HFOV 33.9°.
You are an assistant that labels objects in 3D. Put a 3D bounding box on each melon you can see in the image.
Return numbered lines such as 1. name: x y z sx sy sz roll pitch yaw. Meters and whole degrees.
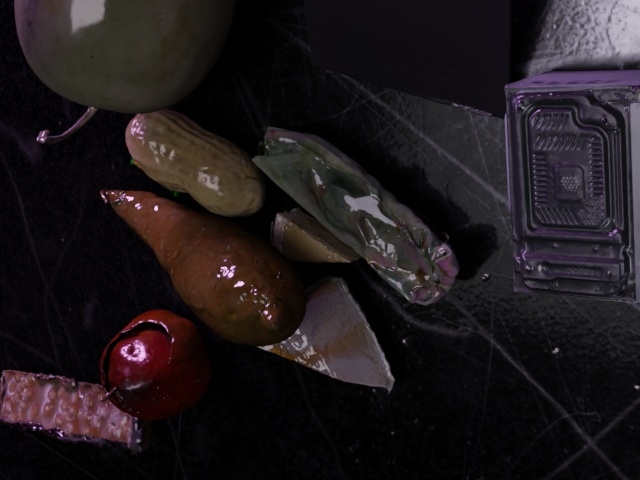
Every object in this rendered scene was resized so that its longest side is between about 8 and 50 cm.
1. melon: 0.006 0.109 1.284 0.203 0.093 0.139 22 109 22
2. melon: -0.220 -0.285 1.211 0.272 0.272 0.308 47 135 13

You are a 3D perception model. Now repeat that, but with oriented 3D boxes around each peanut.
1. peanut: -0.157 -0.095 1.329 0.214 0.090 0.098 30 123 25

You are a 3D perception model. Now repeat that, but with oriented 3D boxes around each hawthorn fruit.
1. hawthorn fruit: -0.231 0.175 1.422 0.148 0.172 0.148 28 130 39

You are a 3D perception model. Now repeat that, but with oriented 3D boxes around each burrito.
1. burrito: 0.039 -0.042 1.224 0.309 0.066 0.096 39 126 22

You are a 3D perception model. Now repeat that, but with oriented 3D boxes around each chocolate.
1. chocolate: -0.380 0.259 1.625 0.329 0.065 0.102 3 88 34

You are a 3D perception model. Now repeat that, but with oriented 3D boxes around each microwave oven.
1. microwave oven: 0.265 -0.056 1.023 0.162 0.122 0.208 4 107 33

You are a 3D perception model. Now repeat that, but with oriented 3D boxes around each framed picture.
1. framed picture: 0.078 -0.291 1.065 0.255 0.014 0.338 20 140 29

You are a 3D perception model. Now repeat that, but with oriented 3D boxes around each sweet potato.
1. sweet potato: -0.143 0.022 1.310 0.423 0.131 0.130 34 125 48

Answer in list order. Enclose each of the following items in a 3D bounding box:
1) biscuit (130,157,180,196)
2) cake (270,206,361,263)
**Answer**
1. biscuit: -0.219 -0.100 1.418 0.089 0.016 0.046 36 123 21
2. cake: 0.000 0.000 1.273 0.121 0.052 0.065 9 108 34
